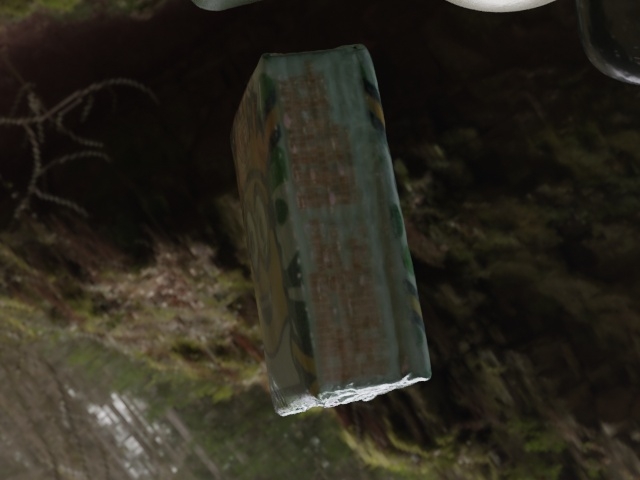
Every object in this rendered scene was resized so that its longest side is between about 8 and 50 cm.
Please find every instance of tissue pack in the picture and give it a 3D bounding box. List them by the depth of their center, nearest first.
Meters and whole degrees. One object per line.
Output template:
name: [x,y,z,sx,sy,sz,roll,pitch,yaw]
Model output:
tissue pack: [0.000,0.000,1.020,0.128,0.311,0.228,-8,170,-13]

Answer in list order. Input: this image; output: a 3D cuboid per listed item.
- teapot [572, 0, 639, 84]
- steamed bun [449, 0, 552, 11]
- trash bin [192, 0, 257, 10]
teapot: [0.286,-0.268,0.716,0.223,0.285,0.305,-33,-156,-24]
steamed bun: [0.235,-0.449,1.345,0.324,0.324,0.206,-37,175,-7]
trash bin: [-0.002,-0.287,0.797,0.223,0.158,0.343,-15,-173,-7]
